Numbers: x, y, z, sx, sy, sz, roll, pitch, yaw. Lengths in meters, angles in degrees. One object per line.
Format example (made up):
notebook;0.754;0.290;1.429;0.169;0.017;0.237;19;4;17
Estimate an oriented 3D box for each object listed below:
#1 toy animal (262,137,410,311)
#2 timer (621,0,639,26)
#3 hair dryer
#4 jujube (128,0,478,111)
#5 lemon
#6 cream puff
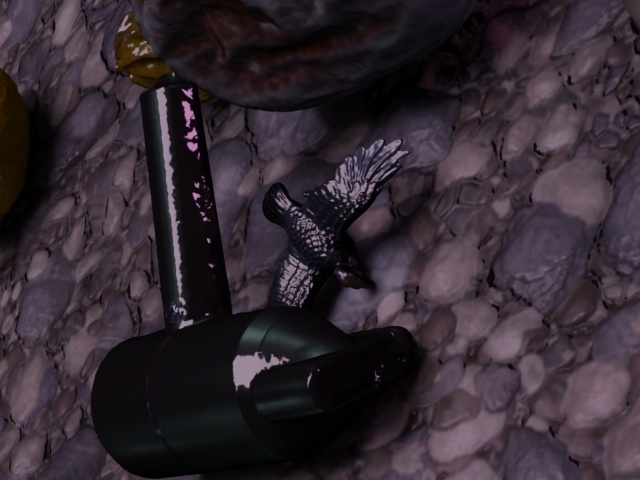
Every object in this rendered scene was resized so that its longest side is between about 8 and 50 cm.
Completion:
toy animal;0.000;0.000;1.488;0.220;0.062;0.108;-58;36;29
timer;0.287;-0.212;1.196;0.233;0.240;0.233;-160;90;-84
hair dryer;-0.064;0.014;1.452;0.244;0.116;0.302;-15;82;44
jujube;-0.014;-0.225;1.498;0.308;0.246;0.215;-10;49;35
lemon;-0.360;-0.093;1.898;0.180;0.180;0.193;-8;53;48
cream puff;-0.114;-0.191;1.700;0.146;0.116;0.146;-24;59;46
